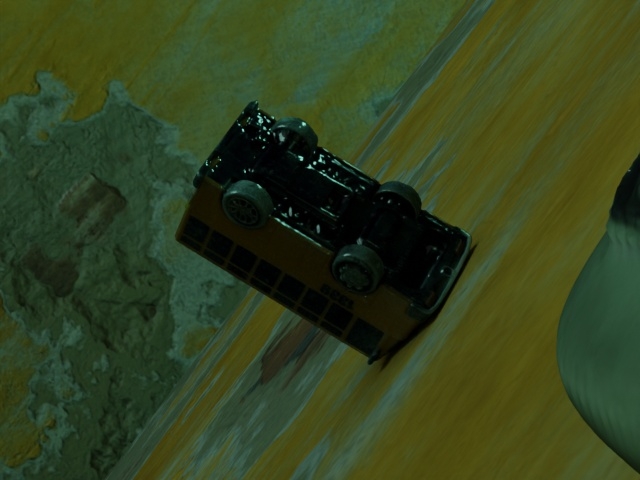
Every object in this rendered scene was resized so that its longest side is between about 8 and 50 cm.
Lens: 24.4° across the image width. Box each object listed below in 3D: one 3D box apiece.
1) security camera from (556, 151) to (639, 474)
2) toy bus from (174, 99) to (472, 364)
[{"bbox_3d":[0.129,0.008,0.290,0.157,0.080,0.301,-52,7,2],"label":"security camera"},{"bbox_3d":[0.000,0.000,1.017,0.091,0.182,0.103,-58,-2,-39],"label":"toy bus"}]
